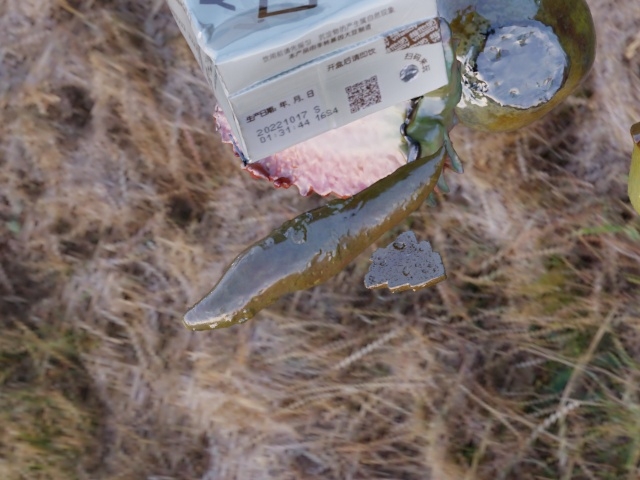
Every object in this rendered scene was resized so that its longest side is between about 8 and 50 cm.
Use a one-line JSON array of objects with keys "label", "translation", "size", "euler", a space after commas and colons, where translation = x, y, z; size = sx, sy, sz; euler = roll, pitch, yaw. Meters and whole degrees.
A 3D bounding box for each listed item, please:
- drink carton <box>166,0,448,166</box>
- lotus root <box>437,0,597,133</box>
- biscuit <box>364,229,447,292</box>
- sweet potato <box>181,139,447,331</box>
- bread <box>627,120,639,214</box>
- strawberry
[{"label": "drink carton", "translation": [-0.041, -0.241, 1.190], "size": [0.194, 0.132, 0.324], "euler": [-23, 48, -5]}, {"label": "lotus root", "translation": [0.203, -0.263, 1.643], "size": [0.250, 0.250, 0.346], "euler": [-48, 21, 11]}, {"label": "biscuit", "translation": [0.126, 0.039, 1.899], "size": [0.130, 0.019, 0.119], "euler": [19, 56, 40]}, {"label": "sweet potato", "translation": [0.000, 0.000, 1.142], "size": [0.274, 0.067, 0.067], "euler": [-33, 60, -6]}, {"label": "bread", "translation": [0.294, -0.044, 0.948], "size": [0.156, 0.125, 0.086], "euler": [13, 123, 18]}, {"label": "strawberry", "translation": [0.028, -0.161, 1.424], "size": [0.306, 0.138, 0.233], "euler": [14, 112, 40]}]
